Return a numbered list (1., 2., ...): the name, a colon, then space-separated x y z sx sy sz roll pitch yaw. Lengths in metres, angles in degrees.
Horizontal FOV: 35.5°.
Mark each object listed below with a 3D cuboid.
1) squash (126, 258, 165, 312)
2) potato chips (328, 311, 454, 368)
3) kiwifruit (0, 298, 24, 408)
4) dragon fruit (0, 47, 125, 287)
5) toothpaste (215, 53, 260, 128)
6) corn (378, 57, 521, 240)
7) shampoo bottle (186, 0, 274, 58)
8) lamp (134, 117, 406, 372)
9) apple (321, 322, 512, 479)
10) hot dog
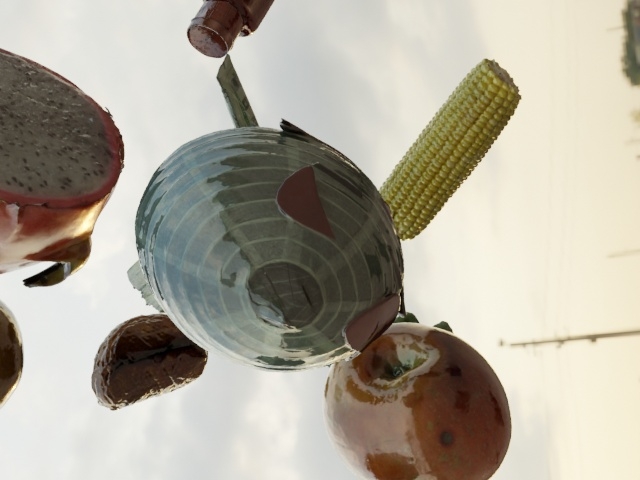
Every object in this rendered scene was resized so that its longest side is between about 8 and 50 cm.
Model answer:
1. squash: -0.181 0.066 1.645 0.155 0.204 0.237 52 171 -29
2. potato chips: 0.094 0.222 1.624 0.097 0.389 0.373 -41 -75 -32
3. kiwifruit: -0.497 0.154 1.350 0.234 0.196 0.196 36 148 58
4. dragon fruit: -0.394 -0.064 1.129 0.305 0.226 0.305 27 -149 -17
5. toothpaste: -0.117 -0.180 1.536 0.064 0.041 0.218 -71 -30 -45
6. corn: 0.151 -0.104 1.213 0.081 0.248 0.081 33 -161 -13
7. shampoo bottle: -0.092 -0.350 1.313 0.102 0.064 0.260 51 -128 -39
8. lamp: -0.043 0.014 0.939 0.265 0.233 0.233 48 -145 -24
9. apple: 0.125 0.224 1.331 0.253 0.253 0.253 -7 -90 -69
10. hot dog: -0.310 0.218 1.791 0.227 0.099 0.160 -7 -70 -37
